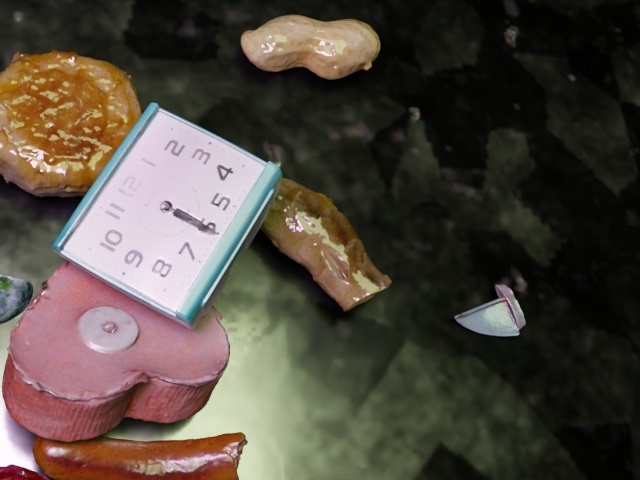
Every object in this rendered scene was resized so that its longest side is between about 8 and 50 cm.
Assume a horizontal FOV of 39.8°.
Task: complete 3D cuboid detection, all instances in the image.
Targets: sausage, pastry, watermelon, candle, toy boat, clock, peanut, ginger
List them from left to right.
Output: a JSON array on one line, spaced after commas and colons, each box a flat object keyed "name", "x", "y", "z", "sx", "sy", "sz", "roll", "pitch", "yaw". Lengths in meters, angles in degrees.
[{"name": "watermelon", "x": -0.466, "y": 0.077, "z": 1.302, "sx": 0.061, "sy": 0.085, "sz": 0.085, "roll": 23, "pitch": 58, "yaw": 25}, {"name": "pastry", "x": -0.402, "y": -0.176, "z": 1.386, "sx": 0.256, "sy": 0.121, "sz": 0.236, "roll": 6, "pitch": 70, "yaw": -19}, {"name": "candle", "x": -0.308, "y": 0.145, "z": 1.254, "sx": 0.316, "sy": 0.131, "sz": 0.287, "roll": -6, "pitch": 49, "yaw": -40}, {"name": "sausage", "x": -0.247, "y": 0.309, "z": 1.241, "sx": 0.302, "sy": 0.103, "sz": 0.076, "roll": 5, "pitch": 35, "yaw": -18}, {"name": "clock", "x": -0.212, "y": -0.031, "z": 1.275, "sx": 0.231, "sy": 0.116, "sz": 0.262, "roll": 27, "pitch": 71, "yaw": 8}, {"name": "peanut", "x": -0.015, "y": -0.353, "z": 1.605, "sx": 0.263, "sy": 0.101, "sz": 0.117, "roll": 3, "pitch": 47, "yaw": -18}, {"name": "ginger", "x": 0.000, "y": 0.000, "z": 1.456, "sx": 0.263, "sy": 0.109, "sz": 0.116, "roll": 45, "pitch": 34, "yaw": 3}, {"name": "toy boat", "x": 0.292, "y": 0.136, "z": 1.549, "sx": 0.122, "sy": 0.034, "sz": 0.096, "roll": -21, "pitch": 76, "yaw": -17}]

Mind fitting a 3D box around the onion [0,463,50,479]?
[{"name": "onion", "x": -0.417, "y": 0.371, "z": 1.101, "sx": 0.229, "sy": 0.163, "sz": 0.230, "roll": 2, "pitch": 41, "yaw": -2}]
